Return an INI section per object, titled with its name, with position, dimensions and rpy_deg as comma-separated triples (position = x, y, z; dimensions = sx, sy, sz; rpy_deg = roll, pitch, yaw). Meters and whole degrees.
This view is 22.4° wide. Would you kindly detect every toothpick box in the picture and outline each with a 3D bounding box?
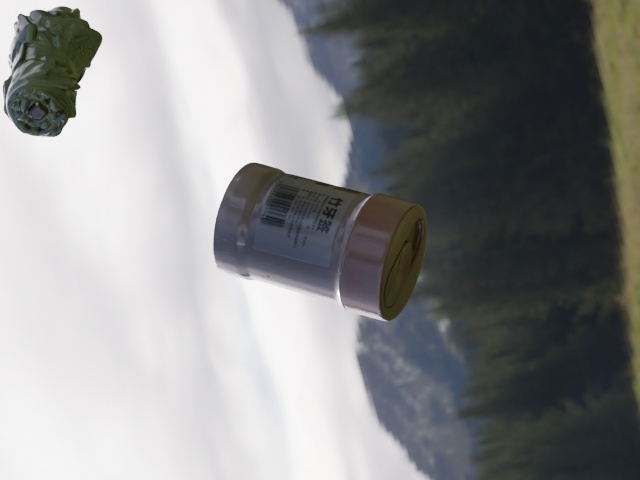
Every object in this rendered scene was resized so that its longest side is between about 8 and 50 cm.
[toothpick box]
position = 0.000, 0.000, 1.308
dimensions = 0.098, 0.149, 0.098
rpy_deg = 15, -90, -69

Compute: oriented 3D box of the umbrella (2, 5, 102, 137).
[umbrella]
position = -0.195, -0.128, 1.159
dimensions = 0.143, 0.067, 0.062
rpy_deg = -86, -18, -54
